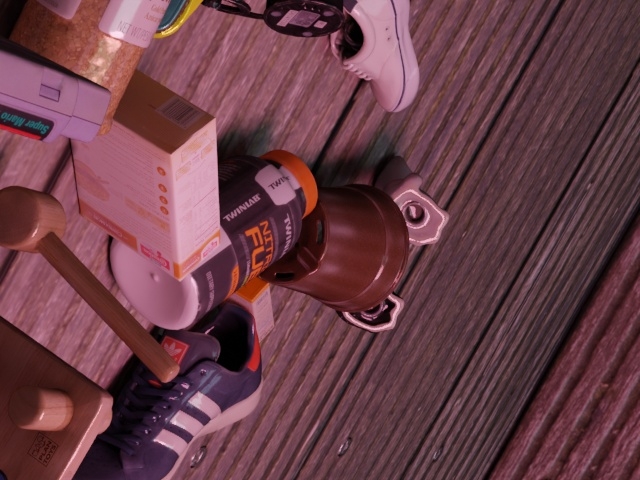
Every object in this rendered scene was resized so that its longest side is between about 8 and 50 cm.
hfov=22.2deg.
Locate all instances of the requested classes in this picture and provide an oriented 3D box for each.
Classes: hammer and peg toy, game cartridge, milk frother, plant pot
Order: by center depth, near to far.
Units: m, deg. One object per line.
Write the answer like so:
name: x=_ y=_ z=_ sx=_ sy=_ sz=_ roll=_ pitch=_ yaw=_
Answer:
game cartridge: x=-0.319 y=-0.151 z=1.115 sx=0.068 sy=0.230 sz=0.355 roll=-61 pitch=156 yaw=6
hammer and peg toy: x=-0.307 y=0.139 z=1.440 sx=0.361 sy=0.266 sz=0.127 roll=-59 pitch=157 yaw=3
milk frother: x=-0.051 y=-0.287 z=1.663 sx=0.143 sy=0.129 sz=0.135 roll=18 pitch=65 yaw=-38
plant pot: x=0.000 y=0.000 z=2.032 sx=0.165 sy=0.167 sz=0.167 roll=13 pitch=107 yaw=-57

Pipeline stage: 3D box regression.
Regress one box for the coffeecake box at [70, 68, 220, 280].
coffeecake box: x=-0.173 y=-0.070 z=1.607 sx=0.068 sy=0.142 sz=0.185 roll=-43 pitch=152 yaw=-32

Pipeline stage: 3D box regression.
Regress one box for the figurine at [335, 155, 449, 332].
figurine: x=0.082 y=-0.006 z=2.200 sx=0.215 sy=0.092 sz=0.209 roll=-63 pitch=-167 yaw=10

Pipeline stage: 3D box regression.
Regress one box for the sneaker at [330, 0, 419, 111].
sneaker: x=0.056 y=-0.237 z=1.954 sx=0.091 sy=0.094 sz=0.258 roll=-30 pitch=146 yaw=-11

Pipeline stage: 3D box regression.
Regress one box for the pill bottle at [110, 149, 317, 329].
pill bottle: x=-0.109 y=-0.013 z=1.820 sx=0.245 sy=0.130 sz=0.130 roll=-38 pitch=149 yaw=-40

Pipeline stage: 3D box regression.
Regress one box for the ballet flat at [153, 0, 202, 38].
ballet flat: x=-0.111 y=-0.293 z=1.572 sx=0.231 sy=0.077 sz=0.077 roll=-56 pitch=178 yaw=1

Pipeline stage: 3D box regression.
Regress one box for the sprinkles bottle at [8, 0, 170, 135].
sprinkles bottle: x=-0.164 y=-0.271 z=1.416 sx=0.355 sy=0.121 sz=0.121 roll=-62 pitch=156 yaw=9

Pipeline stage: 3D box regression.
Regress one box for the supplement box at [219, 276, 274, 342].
supplement box: x=-0.094 y=0.077 z=2.041 sx=0.036 sy=0.062 sz=0.098 roll=-48 pitch=155 yaw=-27

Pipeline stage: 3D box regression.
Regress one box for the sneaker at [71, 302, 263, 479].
sneaker: x=-0.191 y=0.183 z=1.920 sx=0.350 sy=0.131 sz=0.148 roll=-39 pitch=143 yaw=-49
